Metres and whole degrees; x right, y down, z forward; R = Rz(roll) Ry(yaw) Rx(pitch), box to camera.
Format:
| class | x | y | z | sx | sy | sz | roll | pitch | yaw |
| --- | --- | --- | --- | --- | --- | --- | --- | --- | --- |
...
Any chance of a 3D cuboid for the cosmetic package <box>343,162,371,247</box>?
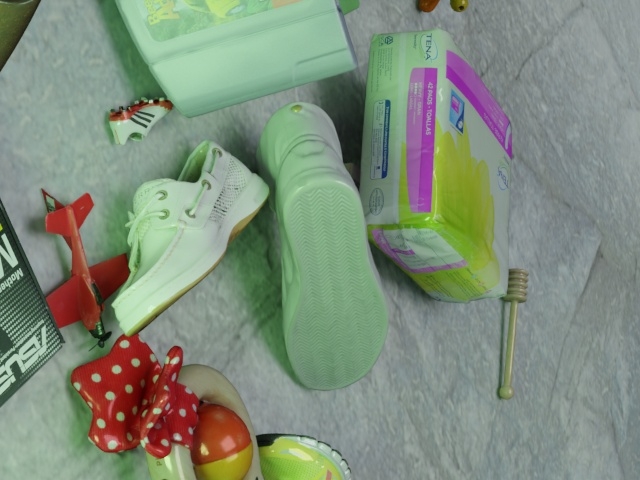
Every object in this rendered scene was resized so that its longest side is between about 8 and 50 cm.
| class | x | y | z | sx | sy | sz | roll | pitch | yaw |
| --- | --- | --- | --- | --- | --- | --- | --- | --- | --- |
| cosmetic package | 0.025 | -0.017 | 2.038 | 0.060 | 0.041 | 0.115 | 38 | 54 | -49 |

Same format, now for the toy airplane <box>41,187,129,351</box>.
| class | x | y | z | sx | sy | sz | roll | pitch | yaw |
| --- | --- | --- | --- | --- | --- | --- | --- | --- | --- |
| toy airplane | -0.209 | 0.023 | 1.681 | 0.151 | 0.028 | 0.151 | 14 | 73 | -55 |

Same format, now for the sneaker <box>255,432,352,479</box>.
| class | x | y | z | sx | sy | sz | roll | pitch | yaw |
| --- | --- | --- | --- | --- | --- | --- | --- | --- | --- |
| sneaker | -0.010 | 0.267 | 1.896 | 0.208 | 0.081 | 0.094 | 55 | 44 | -37 |

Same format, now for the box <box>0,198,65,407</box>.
| class | x | y | z | sx | sy | sz | roll | pitch | yaw |
| --- | --- | --- | --- | --- | --- | --- | --- | --- | --- |
| box | -0.325 | 0.058 | 1.466 | 0.270 | 0.060 | 0.216 | -46 | 121 | -50 |

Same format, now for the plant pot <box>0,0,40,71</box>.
| class | x | y | z | sx | sy | sz | roll | pitch | yaw |
| --- | --- | --- | --- | --- | --- | --- | --- | --- | --- |
| plant pot | -0.298 | -0.163 | 1.345 | 0.215 | 0.230 | 0.215 | 26 | 50 | -37 |

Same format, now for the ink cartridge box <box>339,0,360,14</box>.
| class | x | y | z | sx | sy | sz | roll | pitch | yaw |
| --- | --- | --- | --- | --- | --- | --- | --- | --- | --- |
| ink cartridge box | -0.067 | -0.268 | 1.896 | 0.219 | 0.092 | 0.160 | -36 | 114 | -54 |

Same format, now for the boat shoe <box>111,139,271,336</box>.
| class | x | y | z | sx | sy | sz | roll | pitch | yaw |
| --- | --- | --- | --- | --- | --- | --- | --- | --- | --- |
| boat shoe | -0.136 | -0.009 | 1.747 | 0.096 | 0.098 | 0.277 | 49 | 28 | -9 |

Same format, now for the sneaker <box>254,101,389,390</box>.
| class | x | y | z | sx | sy | sz | roll | pitch | yaw |
| --- | --- | --- | --- | --- | --- | --- | --- | --- | --- |
| sneaker | 0.000 | 0.000 | 1.933 | 0.169 | 0.108 | 0.292 | -105 | -170 | -48 |

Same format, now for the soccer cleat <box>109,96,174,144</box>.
| class | x | y | z | sx | sy | sz | roll | pitch | yaw |
| --- | --- | --- | --- | --- | --- | --- | --- | --- | --- |
| soccer cleat | -0.164 | -0.111 | 1.780 | 0.083 | 0.029 | 0.036 | -26 | 114 | -53 |

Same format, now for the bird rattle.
| class | x | y | z | sx | sy | sz | roll | pitch | yaw |
| --- | --- | --- | --- | --- | --- | --- | --- | --- | --- |
| bird rattle | -0.123 | 0.194 | 1.742 | 0.253 | 0.143 | 0.207 | 64 | 23 | -5 |

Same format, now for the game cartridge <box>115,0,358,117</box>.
| class | x | y | z | sx | sy | sz | roll | pitch | yaw |
| --- | --- | --- | --- | --- | --- | --- | --- | --- | --- |
| game cartridge | -0.100 | -0.268 | 1.755 | 0.060 | 0.196 | 0.294 | -70 | 143 | -74 |

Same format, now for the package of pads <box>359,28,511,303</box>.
| class | x | y | z | sx | sy | sz | roll | pitch | yaw |
| --- | --- | --- | --- | --- | --- | --- | --- | --- | --- |
| package of pads | 0.133 | -0.069 | 2.111 | 0.296 | 0.101 | 0.229 | 39 | 51 | -63 |

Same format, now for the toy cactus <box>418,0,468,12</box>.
| class | x | y | z | sx | sy | sz | roll | pitch | yaw |
| --- | --- | --- | --- | --- | --- | --- | --- | --- | --- |
| toy cactus | 0.141 | -0.367 | 2.256 | 0.180 | 0.112 | 0.219 | 53 | 42 | -10 |

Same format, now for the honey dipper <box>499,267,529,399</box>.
| class | x | y | z | sx | sy | sz | roll | pitch | yaw |
| --- | --- | --- | --- | --- | --- | --- | --- | --- | --- |
| honey dipper | 0.234 | 0.114 | 2.349 | 0.030 | 0.030 | 0.161 | 26 | 64 | -52 |
